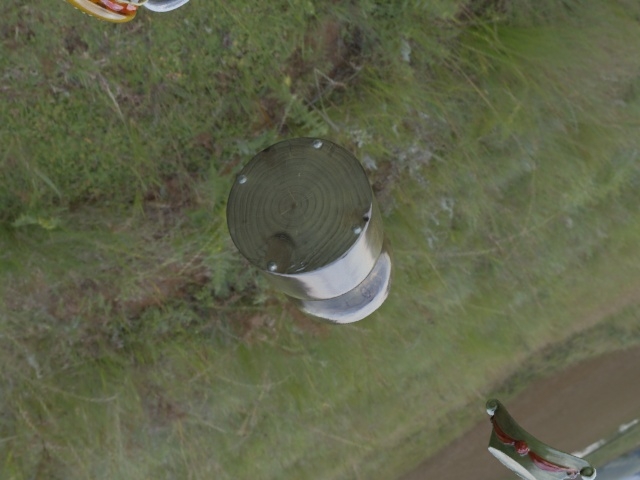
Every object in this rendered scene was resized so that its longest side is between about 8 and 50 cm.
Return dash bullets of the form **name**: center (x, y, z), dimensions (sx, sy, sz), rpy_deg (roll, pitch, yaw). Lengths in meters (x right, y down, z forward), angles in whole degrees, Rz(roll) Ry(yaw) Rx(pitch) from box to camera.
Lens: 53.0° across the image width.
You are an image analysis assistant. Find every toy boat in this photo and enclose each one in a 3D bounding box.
- **toy boat**: center (0.309, 0.310, 0.953), dimensions (0.071, 0.185, 0.089), rpy_deg (-44, 138, -17)

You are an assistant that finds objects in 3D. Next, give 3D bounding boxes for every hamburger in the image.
- **hamburger**: center (-0.323, -0.393, 0.927), dimensions (0.162, 0.162, 0.115), rpy_deg (13, 125, -48)

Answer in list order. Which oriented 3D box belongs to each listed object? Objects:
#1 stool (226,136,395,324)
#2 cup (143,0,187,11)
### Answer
- **stool**: center (0.000, 0.000, 0.866), dimensions (0.179, 0.179, 0.264), rpy_deg (-30, 157, 2)
- **cup**: center (-0.349, -0.713, 1.518), dimensions (0.326, 0.237, 0.323), rpy_deg (-28, 148, -8)
